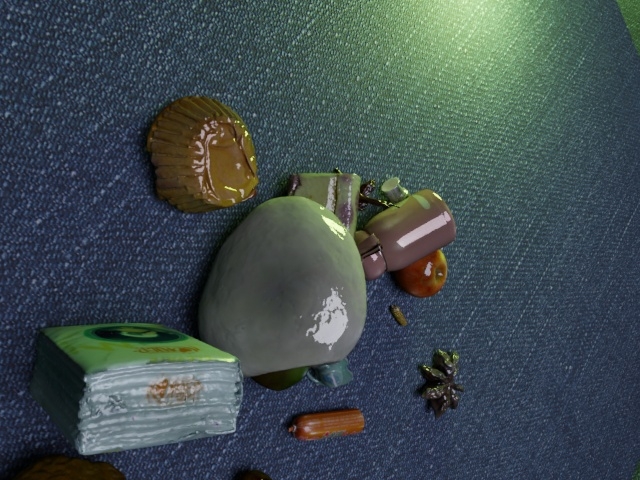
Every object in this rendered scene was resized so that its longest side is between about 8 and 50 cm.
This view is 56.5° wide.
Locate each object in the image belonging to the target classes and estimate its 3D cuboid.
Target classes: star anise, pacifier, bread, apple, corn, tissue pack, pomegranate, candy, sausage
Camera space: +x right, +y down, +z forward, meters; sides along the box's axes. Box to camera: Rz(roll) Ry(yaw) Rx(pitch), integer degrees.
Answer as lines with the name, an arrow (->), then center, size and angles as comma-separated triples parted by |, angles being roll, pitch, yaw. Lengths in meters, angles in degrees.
star anise -> 0.385, 0.456, 1.889 | 0.196, 0.073, 0.212 | -16, 98, -38
pacifier -> 0.023, 0.331, 1.615 | 0.117, 0.126, 0.150 | -87, 157, -47
bread -> -0.255, -0.194, 1.348 | 0.274, 0.149, 0.274 | -5, 97, -43
apple -> 0.296, 0.086, 1.777 | 0.163, 0.139, 0.164 | -16, 111, -47
corn -> 0.236, 0.225, 1.798 | 0.027, 0.028, 0.083 | -38, 114, -7
tissue pack -> -0.362, 0.257, 1.128 | 0.287, 0.388, 0.162 | 3, 91, -36
pomegranate -> -0.092, 0.277, 1.481 | 0.209, 0.179, 0.180 | 1, 91, -57
candy -> -0.085, 0.097, 1.345 | 0.186, 0.386, 0.427 | 70, 25, -66
sausage -> 0.010, 0.500, 1.612 | 0.234, 0.071, 0.071 | 5, 89, -37
star anise -> 0.120, -0.119, 1.635 | 0.140, 0.144, 0.158 | 1, 92, -29
bread -> 0.000, 0.000, 1.521 | 0.187, 0.155, 0.339 | 3, 87, 5

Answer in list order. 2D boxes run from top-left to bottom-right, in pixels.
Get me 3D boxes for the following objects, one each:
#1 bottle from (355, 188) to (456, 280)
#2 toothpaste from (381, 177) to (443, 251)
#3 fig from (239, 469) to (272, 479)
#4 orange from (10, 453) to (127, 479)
bottle -> 0.213, -0.013, 1.643 | 0.296, 0.206, 0.173 | -27, 80, -10
toothpaste -> 0.290, -0.056, 1.812 | 0.323, 0.066, 0.100 | 51, 59, -31
fig -> -0.153, 0.636, 1.483 | 0.109, 0.103, 0.155 | -57, 150, -14
orange -> -0.491, 0.582, 1.095 | 0.322, 0.322, 0.357 | 25, 71, -35
